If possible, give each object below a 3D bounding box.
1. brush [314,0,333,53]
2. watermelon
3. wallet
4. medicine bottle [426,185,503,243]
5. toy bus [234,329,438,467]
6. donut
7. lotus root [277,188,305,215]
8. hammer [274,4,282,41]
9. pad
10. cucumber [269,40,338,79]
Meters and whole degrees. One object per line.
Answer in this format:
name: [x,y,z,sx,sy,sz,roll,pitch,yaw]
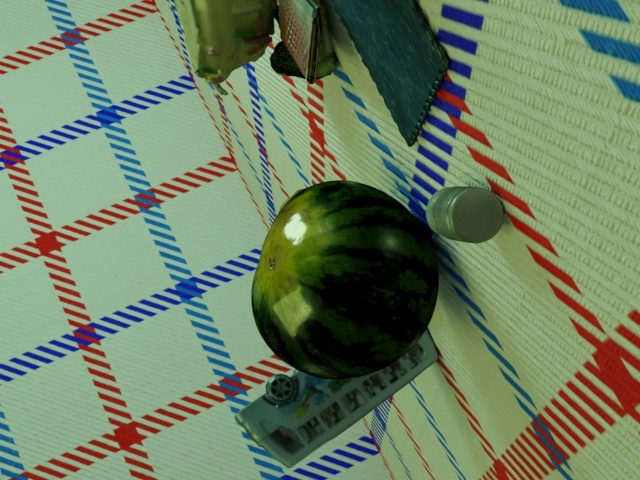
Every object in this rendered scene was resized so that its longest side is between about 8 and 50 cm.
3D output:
brush: [-0.026,-0.369,1.308,0.272,0.013,0.103,73,174,-49]
watermelon: [0.034,0.052,1.366,0.269,0.269,0.269,156,90,-82]
wallet: [-0.031,-0.289,1.373,0.196,0.020,0.103,-118,28,-59]
medicine bottle: [0.150,-0.028,1.074,0.058,0.058,0.091,67,171,-8]
toy bus: [0.027,0.229,1.634,0.136,0.330,0.109,54,171,8]
donut: [-0.184,-0.445,1.553,0.307,0.150,0.371,96,150,-60]
lotus root: [-0.001,0.003,1.838,0.303,0.131,0.146,-126,15,-53]
hammer: [-0.104,-0.422,1.642,0.125,0.027,0.297,86,158,-55]
pad: [0.061,-0.257,1.148,0.269,0.012,0.269,99,146,-75]
cucumber: [-0.026,-0.263,1.493,0.058,0.058,0.187,68,168,-17]
